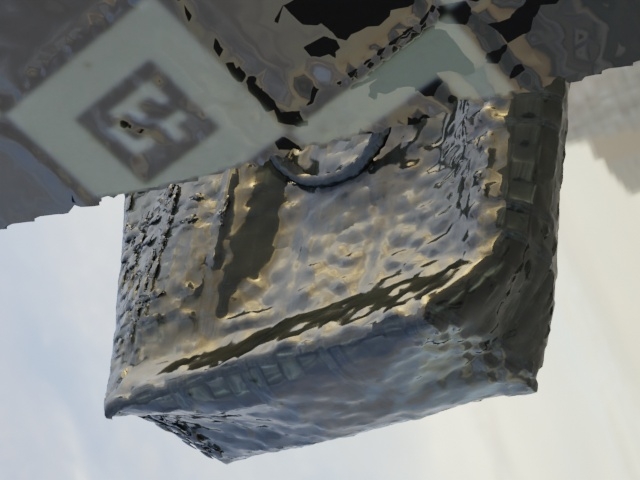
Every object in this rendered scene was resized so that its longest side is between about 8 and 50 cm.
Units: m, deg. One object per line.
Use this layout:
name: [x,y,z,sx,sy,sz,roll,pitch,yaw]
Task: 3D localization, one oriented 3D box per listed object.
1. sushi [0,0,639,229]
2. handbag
sushi: [-0.031,-0.153,0.363,0.059,0.294,0.292,-94,-10,-57]
handbag: [0.000,0.000,0.656,0.088,0.270,0.175,32,-130,-43]
